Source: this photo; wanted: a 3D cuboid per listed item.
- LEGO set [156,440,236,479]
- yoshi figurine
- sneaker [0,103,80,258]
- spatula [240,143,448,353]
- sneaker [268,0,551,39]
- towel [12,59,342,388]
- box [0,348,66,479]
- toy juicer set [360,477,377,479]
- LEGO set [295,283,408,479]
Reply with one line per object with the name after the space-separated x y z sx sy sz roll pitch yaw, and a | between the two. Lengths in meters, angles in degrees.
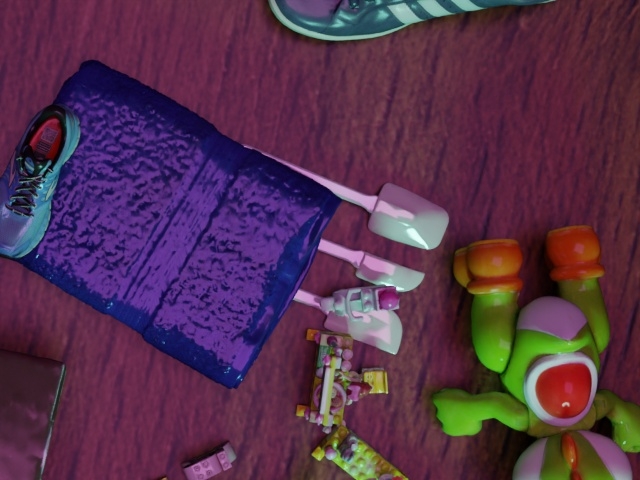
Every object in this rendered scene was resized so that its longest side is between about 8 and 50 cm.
-0.175 0.291 1.519 0.227 0.093 0.087 -24 93 -8 | LEGO set
0.241 0.180 1.571 0.203 0.203 0.362 5 71 -48 | yoshi figurine
-0.281 -0.061 1.442 0.063 0.073 0.162 19 81 -4 | sneaker
0.000 0.000 1.586 0.242 0.019 0.168 22 92 -7 | spatula
0.121 -0.288 1.535 0.350 0.148 0.131 -12 92 -8 | sneaker
-0.161 -0.018 1.527 0.308 0.076 0.227 30 80 -2 | towel
-0.362 0.186 1.439 0.203 0.167 0.168 14 75 -9 | box
-0.098 0.346 1.478 0.329 0.209 0.089 -20 73 -19 | toy juicer set
0.048 0.191 1.541 0.132 0.107 0.287 -15 95 -4 | LEGO set
